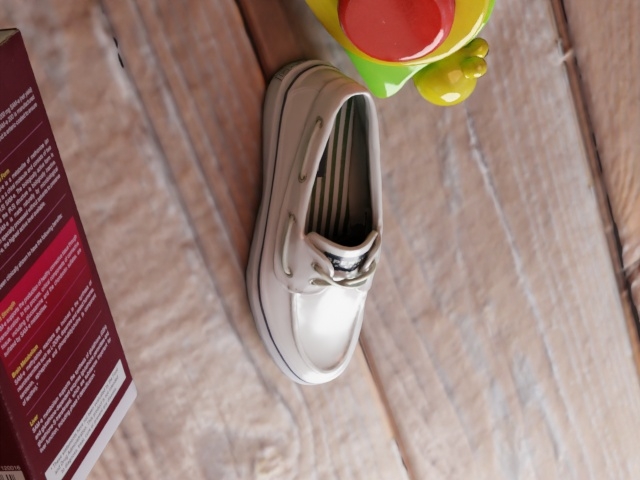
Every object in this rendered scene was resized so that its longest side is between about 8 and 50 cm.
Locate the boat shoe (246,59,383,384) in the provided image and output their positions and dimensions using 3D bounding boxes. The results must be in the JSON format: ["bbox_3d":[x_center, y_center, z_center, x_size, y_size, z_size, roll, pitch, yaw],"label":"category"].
[{"bbox_3d":[0.000,0.000,0.834,0.083,0.076,0.226,-16,116,-26],"label":"boat shoe"}]

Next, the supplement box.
[{"bbox_3d":[-0.182,0.023,0.692,0.130,0.073,0.239,-63,146,-58],"label":"supplement box"}]

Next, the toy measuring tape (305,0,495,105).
[{"bbox_3d":[0.021,-0.206,0.742,0.121,0.121,0.330,-44,125,-11],"label":"toy measuring tape"}]
